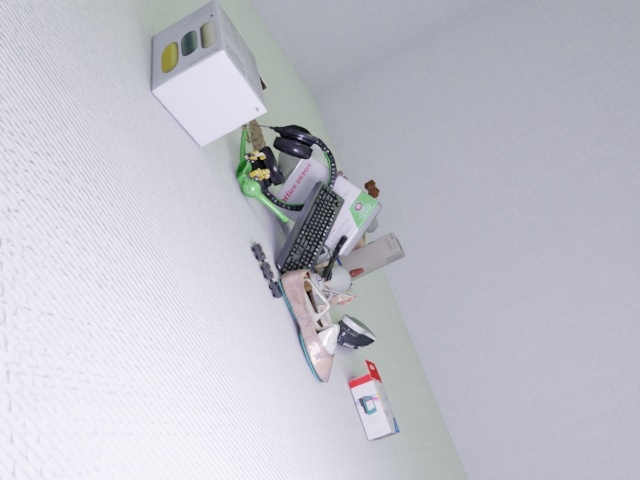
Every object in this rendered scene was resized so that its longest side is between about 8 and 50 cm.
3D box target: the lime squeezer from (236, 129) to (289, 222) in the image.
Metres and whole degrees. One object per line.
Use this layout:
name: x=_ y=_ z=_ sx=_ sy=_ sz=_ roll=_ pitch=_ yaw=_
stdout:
lime squeezer: x=-0.191 y=-0.188 z=1.545 sx=0.110 sy=0.059 sz=0.310 roll=-18 pitch=77 yaw=-35

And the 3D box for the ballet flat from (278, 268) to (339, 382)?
ballet flat: x=-0.013 y=0.218 z=1.439 sx=0.315 sy=0.106 sz=0.107 roll=67 pitch=12 yaw=10

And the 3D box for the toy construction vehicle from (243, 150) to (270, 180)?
toy construction vehicle: x=-0.173 y=-0.211 z=1.516 sx=0.098 sy=0.035 sz=0.085 roll=-5 pitch=68 yaw=-64

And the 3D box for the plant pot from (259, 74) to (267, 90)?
plant pot: x=-0.276 y=-0.591 z=1.997 sx=0.109 sy=0.109 sz=0.096 roll=60 pitch=0 yaw=-25

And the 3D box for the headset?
headset: x=-0.125 y=-0.268 z=1.695 sx=0.394 sy=0.243 sz=0.185 roll=46 pitch=2 yaw=-4

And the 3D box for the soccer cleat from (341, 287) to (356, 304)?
soccer cleat: x=0.088 y=0.199 z=2.053 sx=0.076 sy=0.068 sz=0.196 roll=52 pitch=8 yaw=10

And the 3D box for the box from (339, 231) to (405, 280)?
box: x=0.219 y=0.074 z=2.343 sx=0.113 sy=0.275 sz=0.094 roll=46 pitch=21 yaw=-62

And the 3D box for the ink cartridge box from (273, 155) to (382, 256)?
ink cartridge box: x=0.022 y=-0.114 z=1.764 sx=0.289 sy=0.211 sz=0.121 roll=37 pitch=5 yaw=14

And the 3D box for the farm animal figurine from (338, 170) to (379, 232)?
farm animal figurine: x=0.131 y=-0.169 z=2.638 sx=0.172 sy=0.331 sz=0.326 roll=-100 pitch=-171 yaw=-60

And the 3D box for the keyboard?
keyboard: x=0.000 y=0.000 z=1.600 sx=0.202 sy=0.033 sz=0.317 roll=40 pitch=64 yaw=-31

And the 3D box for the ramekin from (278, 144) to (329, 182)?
ramekin: x=-0.057 y=-0.278 z=2.066 sx=0.207 sy=0.207 sz=0.108 roll=50 pitch=28 yaw=-52

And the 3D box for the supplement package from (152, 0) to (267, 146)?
supplement package: x=-0.281 y=-0.420 z=1.352 sx=0.198 sy=0.200 sz=0.262 roll=52 pitch=18 yaw=-47

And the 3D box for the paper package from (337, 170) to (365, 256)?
paper package: x=0.057 y=-0.123 z=2.317 sx=0.324 sy=0.168 sz=0.309 roll=62 pitch=12 yaw=-15

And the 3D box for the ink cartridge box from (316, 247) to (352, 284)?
ink cartridge box: x=0.013 y=0.041 z=2.029 sx=0.332 sy=0.065 sz=0.165 roll=63 pitch=11 yaw=3

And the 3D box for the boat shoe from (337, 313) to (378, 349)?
boat shoe: x=0.112 y=0.321 z=1.837 sx=0.114 sy=0.091 sz=0.302 roll=40 pitch=0 yaw=29

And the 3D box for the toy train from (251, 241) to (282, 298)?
toy train: x=-0.136 y=0.076 z=1.390 sx=0.158 sy=0.027 sz=0.036 roll=65 pitch=8 yaw=1

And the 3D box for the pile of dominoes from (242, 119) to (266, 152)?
pile of dominoes: x=-0.226 y=-0.392 z=1.941 sx=0.196 sy=0.040 sz=0.251 roll=47 pitch=22 yaw=-56

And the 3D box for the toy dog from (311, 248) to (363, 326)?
toy dog: x=0.053 y=0.132 z=1.775 sx=0.220 sy=0.161 sz=0.333 roll=62 pitch=12 yaw=-12

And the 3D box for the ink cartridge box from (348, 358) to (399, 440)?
ink cartridge box: x=0.161 y=0.499 z=1.692 sx=0.134 sy=0.078 sz=0.230 roll=43 pitch=24 yaw=-62
